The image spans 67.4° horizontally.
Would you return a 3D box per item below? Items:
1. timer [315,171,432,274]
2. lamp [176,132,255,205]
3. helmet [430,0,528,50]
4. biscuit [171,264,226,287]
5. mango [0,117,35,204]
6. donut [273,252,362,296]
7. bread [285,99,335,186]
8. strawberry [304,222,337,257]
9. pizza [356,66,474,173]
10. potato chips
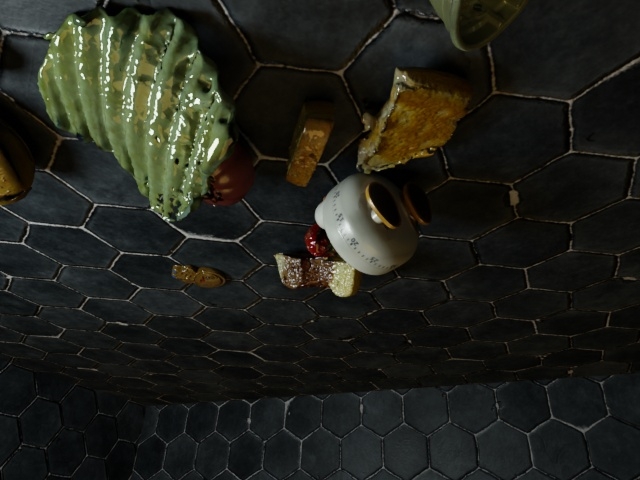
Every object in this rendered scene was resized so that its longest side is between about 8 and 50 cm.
[{"bbox_3d":[0.100,-0.033,1.082,0.233,0.234,0.240,24,140,-31],"label":"timer"},{"bbox_3d":[-0.219,-0.159,0.996,0.181,0.140,0.182,17,145,12],"label":"lamp"},{"bbox_3d":[0.204,-0.385,0.584,0.204,0.137,0.258,-19,150,-43],"label":"helmet"},{"bbox_3d":[-0.397,0.120,1.567,0.174,0.026,0.124,12,147,-15],"label":"biscuit"},{"bbox_3d":[-0.696,-0.178,0.982,0.151,0.156,0.249,33,155,22],"label":"mango"},{"bbox_3d":[0.019,0.089,1.362,0.294,0.113,0.151,7,-172,36],"label":"donut"},{"bbox_3d":[-0.024,-0.191,0.948,0.065,0.103,0.187,10,150,-12],"label":"bread"},{"bbox_3d":[0.000,-0.001,1.274,0.106,0.106,0.106,2,149,1],"label":"strawberry"},{"bbox_3d":[0.163,-0.219,0.923,0.189,0.071,0.297,-2,154,-16],"label":"pizza"},{"bbox_3d":[-0.326,-0.222,0.866,0.373,0.097,0.389,46,132,-10],"label":"potato chips"}]
